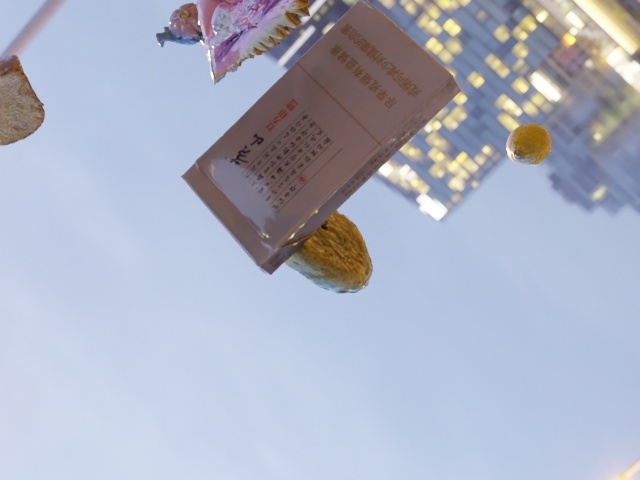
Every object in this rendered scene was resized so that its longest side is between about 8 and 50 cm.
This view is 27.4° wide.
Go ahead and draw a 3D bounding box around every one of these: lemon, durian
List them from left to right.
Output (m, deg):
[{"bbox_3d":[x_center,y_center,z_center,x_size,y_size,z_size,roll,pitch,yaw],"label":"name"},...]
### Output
[{"bbox_3d":[-0.042,-0.312,1.399,0.112,0.341,0.191,9,-112,-21],"label":"durian"},{"bbox_3d":[0.297,-0.135,1.873,0.062,0.062,0.083,45,-139,4],"label":"lemon"}]

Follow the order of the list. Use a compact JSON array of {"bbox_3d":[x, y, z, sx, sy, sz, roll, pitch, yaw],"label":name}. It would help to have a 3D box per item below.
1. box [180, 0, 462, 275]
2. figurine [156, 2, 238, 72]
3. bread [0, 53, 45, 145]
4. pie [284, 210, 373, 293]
[{"bbox_3d":[-0.004,-0.146,1.804,0.204,0.365,0.051,48,-177,31],"label":"box"},{"bbox_3d":[-0.188,-0.367,2.279,0.114,0.178,0.144,-91,-19,-50],"label":"figurine"},{"bbox_3d":[-0.337,-0.146,1.374,0.070,0.083,0.076,50,163,61],"label":"bread"},{"bbox_3d":[0.000,0.000,1.865,0.187,0.041,0.187,29,-149,-19],"label":"pie"}]
